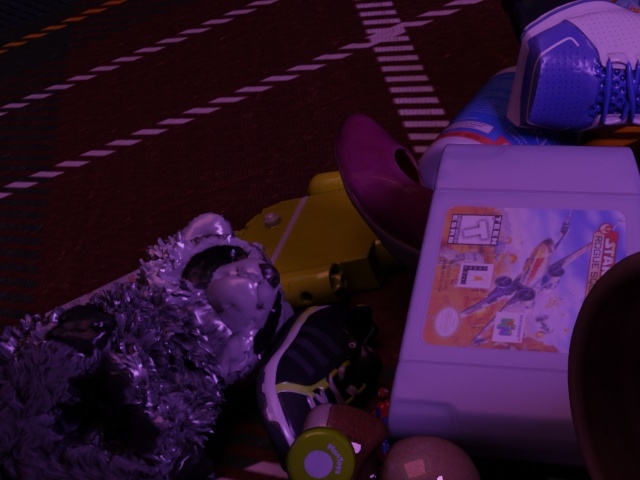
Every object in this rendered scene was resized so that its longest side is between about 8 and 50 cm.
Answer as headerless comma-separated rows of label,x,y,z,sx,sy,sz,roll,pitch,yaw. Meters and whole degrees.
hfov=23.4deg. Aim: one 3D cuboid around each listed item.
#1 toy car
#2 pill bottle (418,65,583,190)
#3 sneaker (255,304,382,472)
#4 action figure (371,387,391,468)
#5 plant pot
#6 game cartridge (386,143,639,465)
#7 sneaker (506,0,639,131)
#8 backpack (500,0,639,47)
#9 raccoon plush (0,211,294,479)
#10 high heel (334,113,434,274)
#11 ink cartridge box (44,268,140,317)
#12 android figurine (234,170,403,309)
toy car,0.070,0.208,1.184,0.188,0.149,0.155,7,0,6
pill bottle,0.208,-0.112,1.659,0.124,0.124,0.221,0,36,40
sneaker,0.006,0.121,1.438,0.097,0.084,0.235,-14,28,17
action figure,0.063,0.165,1.375,0.038,0.030,0.115,-26,24,8
plant pot,0.337,0.102,1.057,0.229,0.263,0.263,-19,20,-32
game cartridge,0.178,0.043,1.307,0.198,0.062,0.297,0,57,22
sneaker,0.362,-0.160,1.551,0.315,0.127,0.182,-6,26,-25
backpack,0.311,-0.260,1.811,0.166,0.144,0.188,-26,-11,12
raccoon plush,-0.235,0.119,1.532,0.446,0.216,0.299,-11,21,26
high heel,0.140,-0.030,1.496,0.181,0.127,0.377,-34,48,10
ink cartridge box,-0.241,0.092,1.734,0.122,0.052,0.088,-27,26,-3
android figurine,0.000,0.000,1.706,0.273,0.056,0.248,-8,30,25
